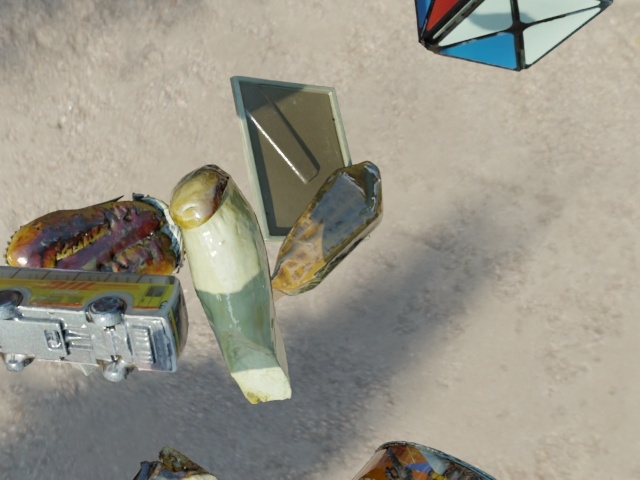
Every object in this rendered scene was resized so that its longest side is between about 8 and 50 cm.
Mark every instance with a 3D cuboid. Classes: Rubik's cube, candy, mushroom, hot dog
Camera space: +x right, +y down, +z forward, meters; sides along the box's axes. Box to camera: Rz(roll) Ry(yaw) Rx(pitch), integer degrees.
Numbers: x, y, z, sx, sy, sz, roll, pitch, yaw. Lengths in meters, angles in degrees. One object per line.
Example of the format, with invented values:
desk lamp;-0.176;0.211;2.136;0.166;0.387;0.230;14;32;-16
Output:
Rubik's cube;0.322;-0.469;1.352;0.249;0.246;0.249;4;69;-27
candy;0.000;0.000;1.219;0.101;0.143;0.271;40;83;15
mushroom;-0.089;0.068;0.860;0.087;0.107;0.333;-10;121;3
hot dog;-0.333;0.020;1.175;0.270;0.081;0.163;-20;90;-34

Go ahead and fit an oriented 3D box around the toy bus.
toy bus;-0.276;0.085;0.866;0.268;0.106;0.092;3;122;12

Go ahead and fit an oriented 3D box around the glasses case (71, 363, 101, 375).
glasses case;-0.330;0.145;1.316;0.205;0.070;0.047;-37;112;-27

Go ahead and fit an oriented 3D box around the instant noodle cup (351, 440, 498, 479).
instant noodle cup;0.083;0.333;0.690;0.296;0.296;0.214;46;60;-8

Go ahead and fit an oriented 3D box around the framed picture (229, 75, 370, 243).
framed picture;-0.037;-0.149;1.438;0.240;0.020;0.324;-3;72;-36

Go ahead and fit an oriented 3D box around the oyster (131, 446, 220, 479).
oyster;-0.087;0.192;0.465;0.103;0.051;0.148;8;46;-4
